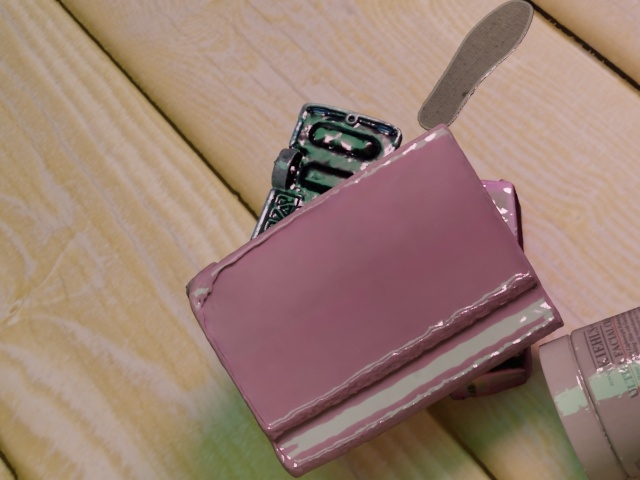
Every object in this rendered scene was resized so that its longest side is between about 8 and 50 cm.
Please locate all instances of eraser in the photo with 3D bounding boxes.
[{"bbox_3d":[0.055,0.071,1.550,0.359,0.122,0.272,-30,90,0],"label":"eraser"}]

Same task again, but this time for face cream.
[{"bbox_3d":[0.346,0.170,1.498,0.153,0.177,0.177,-24,58,13],"label":"face cream"}]

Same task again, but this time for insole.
[{"bbox_3d":[0.213,-0.247,1.873,0.080,0.003,0.232,35,84,34],"label":"insole"}]

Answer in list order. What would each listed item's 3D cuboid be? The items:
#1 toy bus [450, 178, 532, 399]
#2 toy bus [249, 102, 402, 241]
[{"bbox_3d":[0.199,0.058,1.680,0.112,0.090,0.273,-6,65,14],"label":"toy bus"},{"bbox_3d":[0.000,0.000,1.740,0.152,0.190,0.312,17,74,15],"label":"toy bus"}]
